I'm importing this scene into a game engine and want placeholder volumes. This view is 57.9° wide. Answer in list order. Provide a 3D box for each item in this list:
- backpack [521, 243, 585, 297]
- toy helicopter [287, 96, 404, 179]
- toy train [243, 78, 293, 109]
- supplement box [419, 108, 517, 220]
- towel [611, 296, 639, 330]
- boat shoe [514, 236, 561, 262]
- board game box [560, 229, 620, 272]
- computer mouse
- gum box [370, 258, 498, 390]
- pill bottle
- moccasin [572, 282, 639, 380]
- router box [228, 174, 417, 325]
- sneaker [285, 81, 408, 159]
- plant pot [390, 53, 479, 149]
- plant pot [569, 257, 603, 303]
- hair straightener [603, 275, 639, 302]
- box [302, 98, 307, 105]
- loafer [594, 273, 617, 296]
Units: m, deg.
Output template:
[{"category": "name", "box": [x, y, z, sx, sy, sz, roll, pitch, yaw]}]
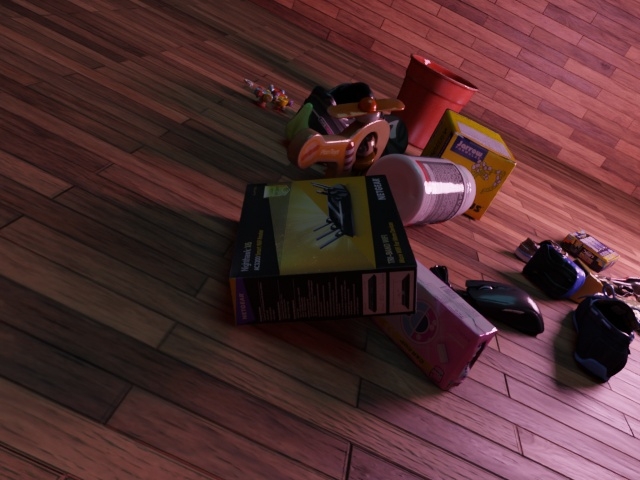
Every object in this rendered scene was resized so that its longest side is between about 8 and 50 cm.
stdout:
[{"category": "backpack", "box": [0.573, 0.077, 1.392, 0.101, 0.098, 0.120, 8, 30, -42]}, {"category": "toy helicopter", "box": [0.056, -0.219, 1.284, 0.140, 0.235, 0.355, 39, 28, 23]}, {"category": "toy train", "box": [-0.152, -0.420, 1.692, 0.125, 0.046, 0.166, 41, 25, 29]}, {"category": "supplement box", "box": [0.426, -0.240, 1.738, 0.194, 0.195, 0.357, 26, 24, -3]}, {"category": "towel", "box": [0.825, 0.201, 1.488, 0.110, 0.027, 0.148, 13, 30, -27]}, {"category": "boat shoe", "box": [0.602, 0.036, 1.533, 0.183, 0.066, 0.066, 12, 29, -29]}, {"category": "board game box", "box": [0.843, 0.031, 1.806, 0.141, 0.048, 0.170, 44, 29, 27]}, {"category": "computer mouse", "box": [0.340, 0.124, 1.115, 0.261, 0.060, 0.184, 24, 24, -7]}, {"category": "gum box", "box": [0.167, 0.125, 0.886, 0.062, 0.107, 0.188, -4, 39, -47]}, {"category": "pill bottle", "box": [0.242, -0.116, 1.359, 0.283, 0.161, 0.161, -5, 40, -50]}, {"category": "moccasin", "box": [0.619, 0.180, 1.215, 0.137, 0.117, 0.342, 32, 25, 10]}, {"category": "router box", "box": [0.000, 0.000, 0.875, 0.242, 0.081, 0.309, -4, 29, -1]}, {"category": "sneaker", "box": [0.116, -0.317, 1.569, 0.185, 0.202, 0.482, 40, 28, 24]}, {"category": "plant pot", "box": [0.382, -0.485, 2.080, 0.272, 0.265, 0.272, 22, 25, -11]}, {"category": "plant pot", "box": [0.650, 0.110, 1.432, 0.083, 0.082, 0.081, 31, 23, -16]}, {"category": "hair straightener", "box": [0.884, 0.134, 1.649, 0.230, 0.047, 0.089, 12, 29, -29]}, {"category": "box", "box": [-0.012, -0.377, 1.723, 0.083, 0.062, 0.052, 36, 28, 18]}, {"category": "loafer", "box": [0.728, 0.117, 1.525, 0.148, 0.056, 0.050, 18, 24, -42]}]
